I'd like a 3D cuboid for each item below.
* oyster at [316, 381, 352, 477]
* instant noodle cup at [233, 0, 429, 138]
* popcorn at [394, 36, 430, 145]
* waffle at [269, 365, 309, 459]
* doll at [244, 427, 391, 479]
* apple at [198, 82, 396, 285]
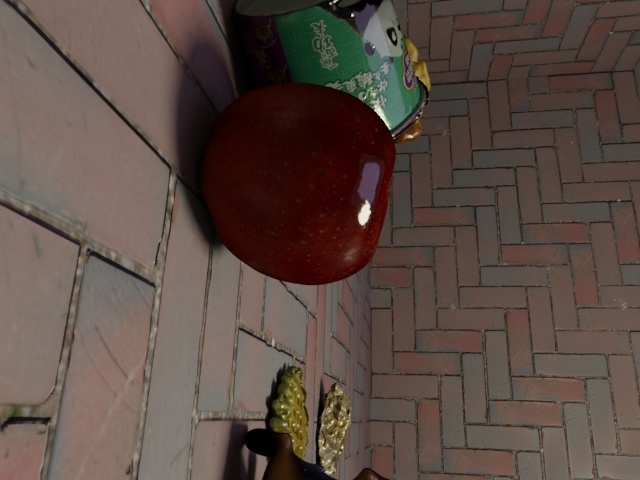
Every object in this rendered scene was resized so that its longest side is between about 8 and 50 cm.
[{"bbox_3d":[0.034,0.448,1.236,0.132,0.072,0.208,70,23,-54],"label":"oyster"},{"bbox_3d":[0.008,-0.255,0.727,0.251,0.252,0.190,-81,158,-47],"label":"instant noodle cup"},{"bbox_3d":[0.063,-0.279,0.988,0.225,0.265,0.332,-50,119,-69],"label":"popcorn"},{"bbox_3d":[-0.049,0.298,0.874,0.183,0.036,0.169,-31,117,-81],"label":"waffle"},{"bbox_3d":[0.029,0.403,0.681,0.318,0.209,0.339,44,-24,41],"label":"doll"},{"bbox_3d":[-0.020,-0.063,0.596,0.218,0.202,0.218,5,90,-80],"label":"apple"}]
